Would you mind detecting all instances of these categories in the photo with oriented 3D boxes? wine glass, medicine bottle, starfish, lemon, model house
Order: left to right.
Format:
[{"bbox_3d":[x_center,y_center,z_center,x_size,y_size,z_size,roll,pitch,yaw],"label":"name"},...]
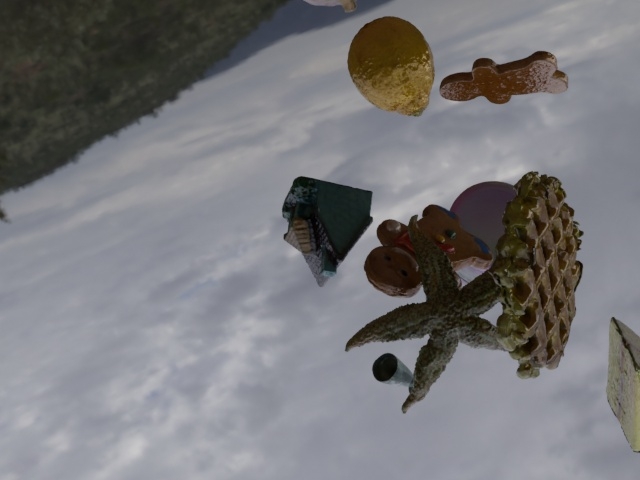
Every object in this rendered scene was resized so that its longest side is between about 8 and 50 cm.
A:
[{"bbox_3d":[0.000,0.000,2.488,0.230,0.248,0.280,12,158,-7],"label":"model house"},{"bbox_3d":[0.120,-0.288,1.511,0.142,0.187,0.142,-27,171,-5],"label":"lemon"},{"bbox_3d":[0.197,0.330,2.169,0.073,0.155,0.073,-24,-131,30],"label":"wine glass"},{"bbox_3d":[0.237,0.154,1.627,0.347,0.357,0.078,16,179,1],"label":"starfish"},{"bbox_3d":[0.400,0.001,2.137,0.212,0.212,0.325,-22,166,2],"label":"medicine bottle"}]

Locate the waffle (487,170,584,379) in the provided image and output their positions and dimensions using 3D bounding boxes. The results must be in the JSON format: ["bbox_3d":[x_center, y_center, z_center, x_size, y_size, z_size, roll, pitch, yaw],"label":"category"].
[{"bbox_3d":[0.345,0.056,1.415,0.068,0.325,0.302,1,166,32],"label":"waffle"}]

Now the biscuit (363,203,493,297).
[{"bbox_3d":[0.204,0.024,1.740,0.324,0.205,0.049,-22,149,-42],"label":"biscuit"}]

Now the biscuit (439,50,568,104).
[{"bbox_3d":[0.357,-0.324,1.801,0.250,0.036,0.165,-6,158,27],"label":"biscuit"}]

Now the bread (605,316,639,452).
[{"bbox_3d":[0.670,0.274,1.783,0.163,0.264,0.167,-11,-139,3],"label":"bread"}]

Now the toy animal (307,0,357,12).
[{"bbox_3d":[0.015,-0.526,1.716,0.169,0.195,0.281,-25,-170,-3],"label":"toy animal"}]
